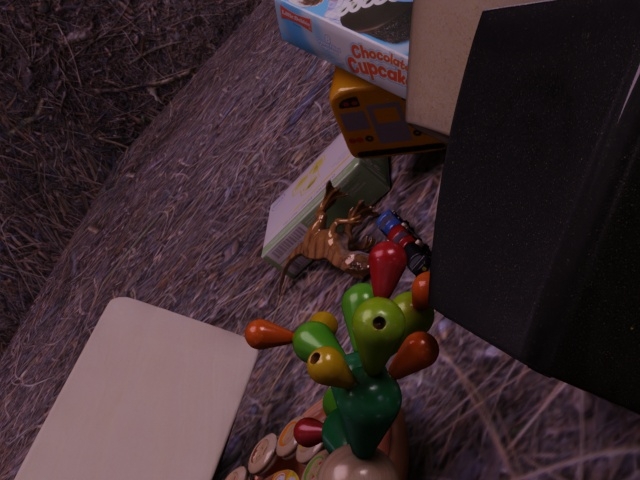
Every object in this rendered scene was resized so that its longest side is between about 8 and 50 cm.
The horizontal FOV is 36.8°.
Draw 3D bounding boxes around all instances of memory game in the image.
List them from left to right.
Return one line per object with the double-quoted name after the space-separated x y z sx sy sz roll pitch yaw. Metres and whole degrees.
-0.050 0.210 0.714 0.186 0.012 0.186 -46 19 21 "memory game"

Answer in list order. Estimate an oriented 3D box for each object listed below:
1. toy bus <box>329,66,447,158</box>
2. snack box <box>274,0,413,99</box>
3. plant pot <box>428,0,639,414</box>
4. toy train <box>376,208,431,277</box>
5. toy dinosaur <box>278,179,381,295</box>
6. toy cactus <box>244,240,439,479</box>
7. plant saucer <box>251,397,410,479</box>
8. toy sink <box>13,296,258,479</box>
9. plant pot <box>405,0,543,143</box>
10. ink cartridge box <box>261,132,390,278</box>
0.093 -0.236 1.045 0.108 0.130 0.333 -6 50 20 "toy bus"
0.130 -0.271 0.938 0.322 0.187 0.060 -46 -30 -25 "snack box"
0.161 -0.005 0.487 0.167 0.188 0.187 -66 18 3 "plant pot"
0.077 0.003 0.873 0.027 0.036 0.158 -50 18 8 "toy train"
0.000 0.000 1.025 0.112 0.064 0.211 -58 19 -14 "toy dinosaur"
0.015 0.107 0.585 0.219 0.112 0.181 125 150 -62 "toy cactus"
-0.002 0.198 0.702 0.200 0.037 0.200 -45 18 20 "plant saucer"
-0.168 0.194 0.874 0.131 0.152 0.234 109 179 -48 "toy sink"
0.173 -0.194 0.735 0.274 0.256 0.256 -67 18 5 "plant pot"
0.011 -0.080 1.167 0.171 0.056 0.235 -44 22 26 "ink cartridge box"
